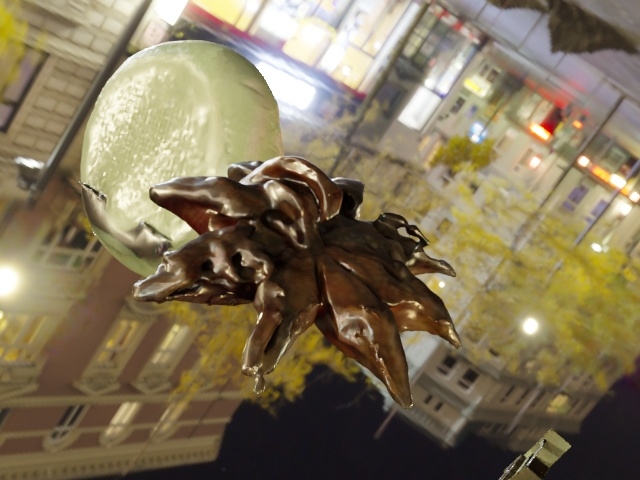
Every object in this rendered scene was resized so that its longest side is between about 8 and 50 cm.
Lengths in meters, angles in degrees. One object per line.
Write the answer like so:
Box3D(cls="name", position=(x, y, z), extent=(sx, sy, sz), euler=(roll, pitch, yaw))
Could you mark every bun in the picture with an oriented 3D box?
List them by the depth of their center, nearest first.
Box3D(cls="bun", position=(-0.144, -0.090, 1.027), extent=(0.293, 0.293, 0.187), euler=(43, -164, 30))

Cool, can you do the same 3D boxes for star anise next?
Box3D(cls="star anise", position=(0.000, 0.000, 0.614), extent=(0.272, 0.102, 0.272), euler=(14, -144, -10))

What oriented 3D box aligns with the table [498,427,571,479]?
Box3D(cls="table", position=(0.404, 0.474, 1.688), extent=(0.062, 0.175, 0.146), euler=(42, -143, 15))
